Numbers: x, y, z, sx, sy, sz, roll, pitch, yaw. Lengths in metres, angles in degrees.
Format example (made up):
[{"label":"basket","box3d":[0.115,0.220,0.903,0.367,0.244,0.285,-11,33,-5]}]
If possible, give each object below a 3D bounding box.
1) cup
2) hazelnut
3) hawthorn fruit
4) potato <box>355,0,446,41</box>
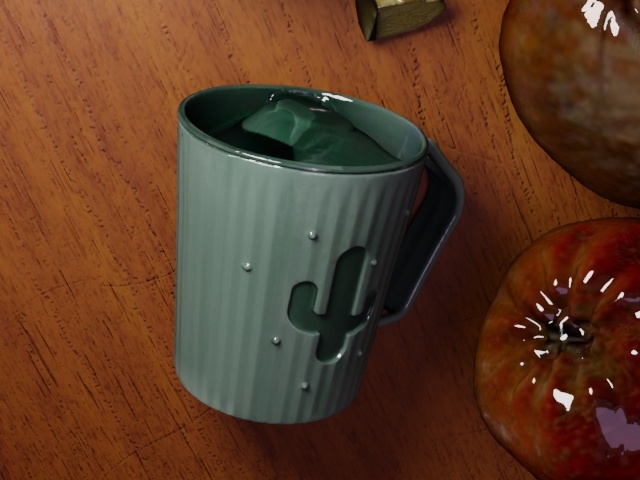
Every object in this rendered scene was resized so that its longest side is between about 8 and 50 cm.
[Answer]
[{"label":"cup","box3d":[-0.001,0.010,1.407,0.401,0.310,0.392,6,114,-6]},{"label":"hazelnut","box3d":[0.429,-0.224,1.355,0.409,0.359,0.359,36,103,-25]},{"label":"hawthorn fruit","box3d":[0.430,0.168,1.483,0.403,0.403,0.403,-2,110,-5]},{"label":"potato","box3d":[0.105,-0.316,1.418,0.103,0.096,0.066,-13,76,-13]}]
